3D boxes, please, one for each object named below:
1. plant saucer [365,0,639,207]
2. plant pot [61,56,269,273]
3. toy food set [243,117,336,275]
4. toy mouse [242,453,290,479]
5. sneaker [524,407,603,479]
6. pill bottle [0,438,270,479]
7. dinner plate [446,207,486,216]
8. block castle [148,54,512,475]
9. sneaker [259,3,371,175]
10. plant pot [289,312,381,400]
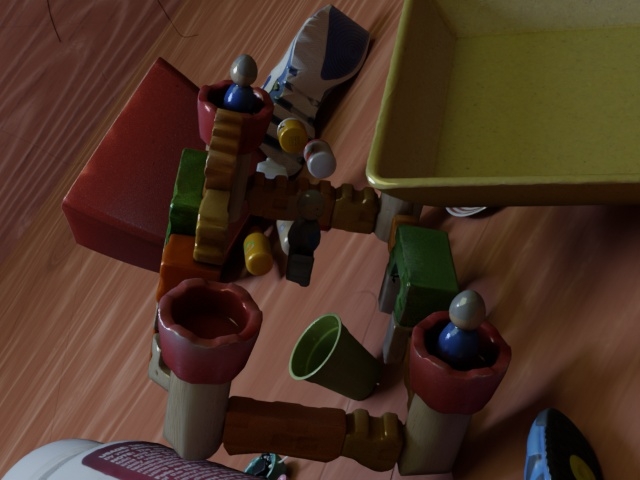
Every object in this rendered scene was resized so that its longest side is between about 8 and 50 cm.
[{"bbox_3d":[0.232,-0.141,0.957,0.333,0.081,0.333,0,47,15],"label":"plant saucer"},{"bbox_3d":[-0.217,-0.076,1.582,0.267,0.236,0.267,-60,1,-15],"label":"plant pot"},{"bbox_3d":[-0.043,-0.070,1.452,0.104,0.111,0.232,-107,26,-61],"label":"toy food set"},{"bbox_3d":[-0.055,0.280,1.119,0.143,0.031,0.161,-56,24,-6],"label":"toy mouse"},{"bbox_3d":[0.167,0.217,0.756,0.082,0.069,0.209,-42,26,33],"label":"sneaker"},{"bbox_3d":[-0.138,0.304,0.916,0.392,0.224,0.224,3,59,48],"label":"pill bottle"},{"bbox_3d":[0.197,-0.083,1.168,0.141,0.017,0.141,-40,27,26],"label":"dinner plate"},{"bbox_3d":[0.000,0.000,1.012,0.453,0.303,0.213,-91,11,-54],"label":"block castle"},{"bbox_3d":[-0.061,-0.248,1.722,0.182,0.127,0.315,4,62,60],"label":"sneaker"},{"bbox_3d":[0.022,0.134,1.114,0.083,0.079,0.083,-42,26,26],"label":"plant pot"}]
